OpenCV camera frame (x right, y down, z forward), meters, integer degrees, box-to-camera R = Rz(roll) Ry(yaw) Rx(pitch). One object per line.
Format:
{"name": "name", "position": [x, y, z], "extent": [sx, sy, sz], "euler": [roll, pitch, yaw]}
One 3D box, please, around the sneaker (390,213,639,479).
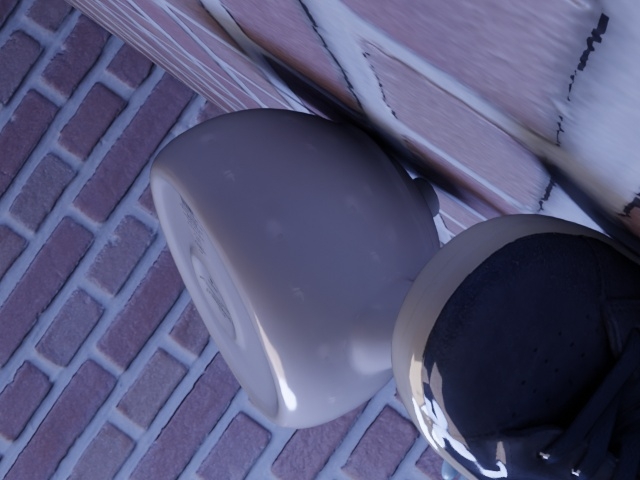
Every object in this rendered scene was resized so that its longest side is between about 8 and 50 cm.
{"name": "sneaker", "position": [0.178, 0.115, 0.486], "extent": [0.350, 0.131, 0.148], "euler": [37, 180, -32]}

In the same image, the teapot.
{"name": "teapot", "position": [0.000, 0.000, 0.812], "extent": [0.256, 0.187, 0.252], "euler": [61, 164, 7]}

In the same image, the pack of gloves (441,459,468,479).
{"name": "pack of gloves", "position": [0.179, 0.150, 0.676], "extent": [0.195, 0.232, 0.046], "euler": [33, -140, 14]}
